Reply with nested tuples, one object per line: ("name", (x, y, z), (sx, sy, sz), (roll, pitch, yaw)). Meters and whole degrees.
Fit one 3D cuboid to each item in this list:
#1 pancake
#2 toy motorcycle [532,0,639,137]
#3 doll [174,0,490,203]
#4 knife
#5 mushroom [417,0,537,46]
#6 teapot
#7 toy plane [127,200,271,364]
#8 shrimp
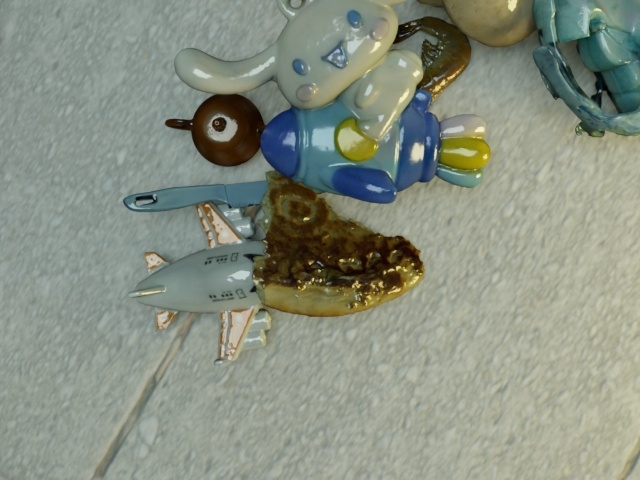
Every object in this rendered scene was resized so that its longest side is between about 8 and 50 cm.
("pancake", (0.000, 0.000, 1.275), (0.266, 0.057, 0.245), (-17, 67, -31))
("toy motorcycle", (0.394, -0.260, 1.203), (0.206, 0.154, 0.260), (-44, 106, -16))
("doll", (0.047, -0.181, 1.184), (0.376, 0.187, 0.366), (-18, 113, 28))
("knife", (-0.129, -0.067, 1.288), (0.312, 0.019, 0.045), (-8, 66, -16))
("mushroom", (0.222, -0.372, 1.237), (0.204, 0.204, 0.204), (0, 89, 7))
("teapot", (-0.145, -0.166, 1.299), (0.173, 0.116, 0.116), (6, 90, 7))
("toy plane", (-0.155, 0.059, 1.293), (0.244, 0.117, 0.245), (0, 88, 7))
("shrimp", (0.137, -0.257, 1.307), (0.124, 0.034, 0.178), (44, 92, 8))
